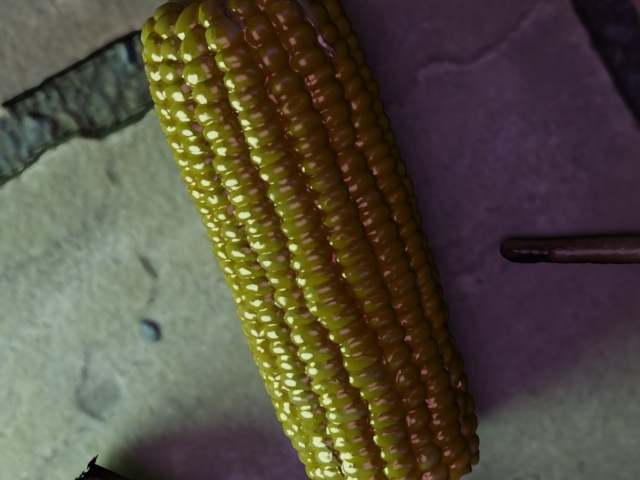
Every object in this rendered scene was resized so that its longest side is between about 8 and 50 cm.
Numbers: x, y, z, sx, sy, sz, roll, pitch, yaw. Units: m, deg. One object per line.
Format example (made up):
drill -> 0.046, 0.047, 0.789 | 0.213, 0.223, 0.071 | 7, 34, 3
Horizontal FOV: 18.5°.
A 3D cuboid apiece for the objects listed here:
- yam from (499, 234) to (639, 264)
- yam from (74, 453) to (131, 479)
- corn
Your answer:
yam -> 0.133, 0.004, 0.863 | 0.107, 0.014, 0.014 | -1, 108, 9
yam -> -0.066, 0.167, 0.920 | 0.141, 0.079, 0.079 | 29, 110, -2
corn -> 0.000, 0.000, 0.843 | 0.093, 0.093, 0.244 | -18, 105, 14
